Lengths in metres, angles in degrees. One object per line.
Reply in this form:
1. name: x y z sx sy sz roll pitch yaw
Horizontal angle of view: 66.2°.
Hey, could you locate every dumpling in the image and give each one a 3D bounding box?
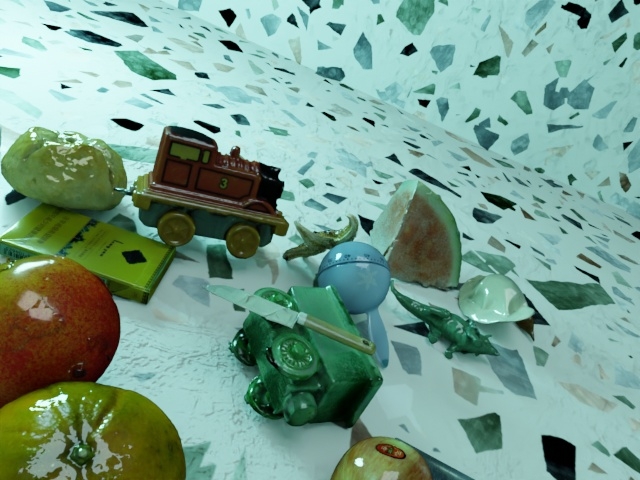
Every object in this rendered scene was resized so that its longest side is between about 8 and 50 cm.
1. dumpling: 0.447 0.156 1.291 0.166 0.126 0.216 -11 49 -6

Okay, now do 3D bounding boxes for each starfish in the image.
1. starfish: 0.001 0.002 1.116 0.215 0.238 0.071 -3 69 -49

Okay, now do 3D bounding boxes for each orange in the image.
1. orange: -0.268 0.265 0.542 0.240 0.171 0.240 22 37 -18

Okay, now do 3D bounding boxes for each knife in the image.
1. knife: -0.048 0.125 0.784 0.297 0.017 0.047 24 36 -3

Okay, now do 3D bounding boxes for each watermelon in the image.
1. watermelon: 0.259 0.000 1.331 0.193 0.231 0.310 -101 165 -56

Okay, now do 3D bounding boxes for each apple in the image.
1. apple: 0.081 0.355 0.686 0.146 0.146 0.130 42 20 27

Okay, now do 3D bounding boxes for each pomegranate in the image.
1. pomegranate: -0.392 0.117 0.665 0.235 0.210 0.210 31 31 -3

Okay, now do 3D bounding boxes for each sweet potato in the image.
1. sweet potato: 0.553 0.221 1.325 0.049 0.049 0.117 12 44 -21

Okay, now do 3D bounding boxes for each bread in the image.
1. bread: -0.524 -0.157 1.029 0.244 0.134 0.244 17 18 -6

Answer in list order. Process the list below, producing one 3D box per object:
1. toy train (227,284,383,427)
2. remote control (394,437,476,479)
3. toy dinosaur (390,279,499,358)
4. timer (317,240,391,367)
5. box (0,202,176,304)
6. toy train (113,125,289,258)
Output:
1. toy train: -0.037 0.192 0.853 0.201 0.145 0.266 8 35 -30
2. remote control: 0.278 0.447 0.781 0.377 0.044 0.107 27 35 5
3. toy dinosaur: 0.280 0.198 1.133 0.291 0.079 0.120 25 25 -5
4. timer: 0.068 0.130 1.054 0.175 0.256 0.175 5 -5 0
5. box: -0.435 0.018 0.938 0.278 0.041 0.153 21 29 -7
6. toy train: -0.241 -0.105 1.051 0.368 0.232 0.163 11 18 -23
